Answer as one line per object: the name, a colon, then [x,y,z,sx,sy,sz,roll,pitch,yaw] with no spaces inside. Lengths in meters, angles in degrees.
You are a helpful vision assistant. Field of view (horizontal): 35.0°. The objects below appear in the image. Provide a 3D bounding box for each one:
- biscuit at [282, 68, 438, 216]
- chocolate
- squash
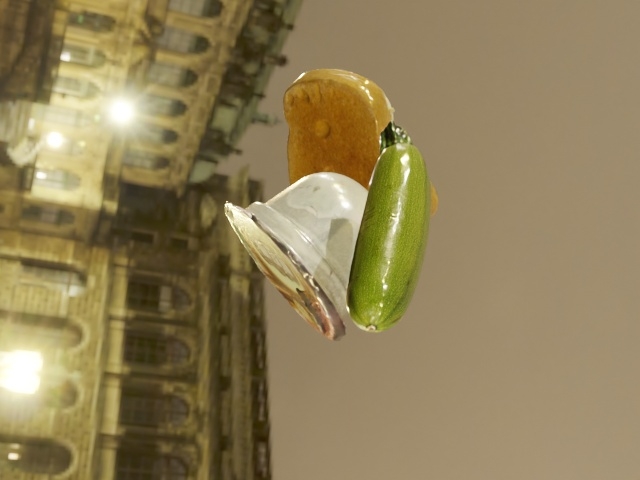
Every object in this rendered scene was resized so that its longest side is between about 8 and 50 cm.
biscuit: [0.063,-0.095,1.571,0.287,0.057,0.343,14,-58,42]
chocolate: [0.007,0.005,1.161,0.221,0.147,0.221,53,-13,17]
squash: [0.070,-0.013,0.959,0.066,0.066,0.252,121,-13,-48]
